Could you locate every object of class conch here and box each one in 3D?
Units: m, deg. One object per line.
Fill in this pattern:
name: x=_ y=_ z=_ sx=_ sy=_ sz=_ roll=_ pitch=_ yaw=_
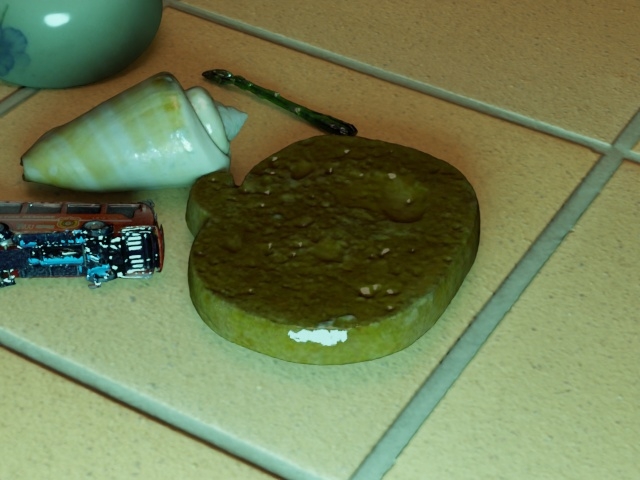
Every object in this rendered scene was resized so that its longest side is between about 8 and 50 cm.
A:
conch: x=-0.208 y=-0.124 z=1.523 sx=0.255 sy=0.127 sz=0.158 roll=-8 pitch=36 yaw=-13

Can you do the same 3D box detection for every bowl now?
bowl: x=-0.343 y=-0.346 z=1.729 sx=0.289 sy=0.146 sz=0.289 roll=3 pitch=56 yaw=-4

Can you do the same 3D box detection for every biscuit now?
biscuit: x=0.000 y=0.001 z=1.435 sx=0.314 sy=0.063 sz=0.367 roll=13 pitch=37 yaw=19

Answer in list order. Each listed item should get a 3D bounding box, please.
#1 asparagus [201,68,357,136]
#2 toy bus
asparagus: x=-0.055 y=-0.173 z=1.694 sx=0.232 sy=0.023 sz=0.022 roll=25 pitch=-2 yaw=26
toy bus: x=-0.279 y=-0.002 z=1.411 sx=0.234 sy=0.074 sz=0.096 roll=-1 pitch=30 yaw=-4
